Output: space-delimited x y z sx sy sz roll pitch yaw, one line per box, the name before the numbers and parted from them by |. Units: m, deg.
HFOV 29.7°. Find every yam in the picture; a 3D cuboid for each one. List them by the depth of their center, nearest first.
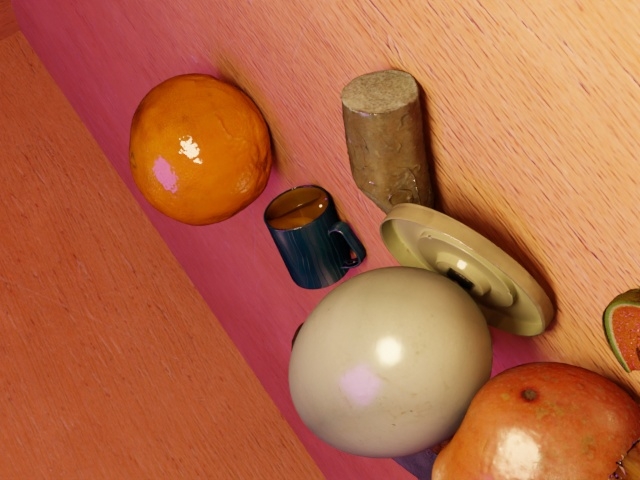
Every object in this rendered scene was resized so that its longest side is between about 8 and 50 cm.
yam | 0.087 -0.095 1.492 0.106 0.106 0.259 46 160 38

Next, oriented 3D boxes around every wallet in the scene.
wallet | 0.174 0.384 2.262 0.190 0.046 0.379 61 165 -14

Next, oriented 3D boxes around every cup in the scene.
cup | -0.010 0.005 1.971 0.150 0.113 0.138 42 160 51

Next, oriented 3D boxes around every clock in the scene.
clock | 0.174 0.039 1.454 0.235 0.029 0.235 34 166 10

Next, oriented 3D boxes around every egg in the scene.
egg | 0.078 0.157 1.505 0.230 0.230 0.371 57 156 5

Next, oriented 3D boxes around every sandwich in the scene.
sandwich | 0.321 0.089 1.232 0.067 0.029 0.135 42 158 31

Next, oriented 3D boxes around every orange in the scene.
orange | -0.209 -0.155 2.062 0.261 0.261 0.261 52 164 22

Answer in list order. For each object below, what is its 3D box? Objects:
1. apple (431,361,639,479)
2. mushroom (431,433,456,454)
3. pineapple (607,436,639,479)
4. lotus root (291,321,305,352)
apple | 0.248 0.256 1.361 0.253 0.254 0.253 52 164 22
mushroom | 0.152 0.229 1.893 0.231 0.138 0.194 40 146 21
pineapple | 0.353 0.195 1.166 0.079 0.135 0.233 38 147 20
lotus root | 0.038 0.197 2.125 0.160 0.152 0.275 51 168 -8
